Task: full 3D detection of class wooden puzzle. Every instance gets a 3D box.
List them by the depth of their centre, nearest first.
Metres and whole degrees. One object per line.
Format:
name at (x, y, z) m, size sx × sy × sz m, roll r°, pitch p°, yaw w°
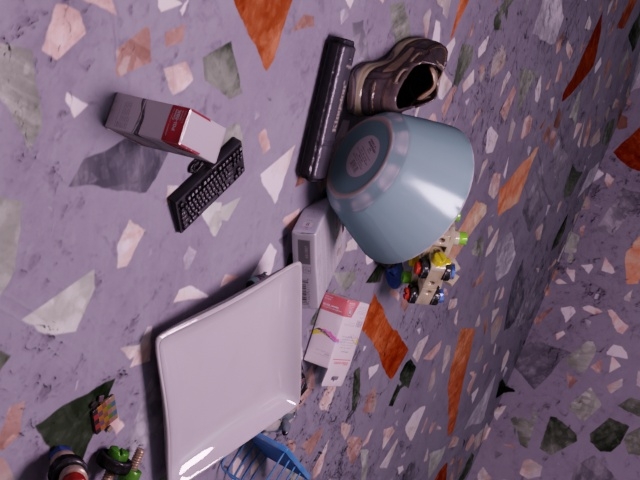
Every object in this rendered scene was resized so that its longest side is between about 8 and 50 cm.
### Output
wooden puzzle at (-0.347, 0.278, 1.531) m, size 0.049 × 0.006 × 0.083 m, roll -39°, pitch 139°, yaw -46°

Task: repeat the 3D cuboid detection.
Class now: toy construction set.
toy construction set at (-0.308, 0.475, 1.438) m, size 0.257 × 0.309 × 0.237 m, roll 28°, pitch 87°, yaw -54°
toy construction set at (0.262, 0.026, 2.242) m, size 0.327 × 0.151 × 0.215 m, roll 83°, pitch 5°, yaw -52°

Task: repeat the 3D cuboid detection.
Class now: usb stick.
usb stick at (0.014, -0.247, 1.820) m, size 0.077 × 0.045 × 0.278 m, roll -7°, pitch 112°, yaw -62°

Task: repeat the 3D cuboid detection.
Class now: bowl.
bowl at (0.129, -0.126, 1.864) m, size 0.163 × 0.311 × 0.311 m, roll 30°, pitch 79°, yaw -34°

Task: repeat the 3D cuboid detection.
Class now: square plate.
square plate at (-0.166, 0.239, 1.746) m, size 0.344 × 0.049 × 0.347 m, roll -29°, pitch 132°, yaw -40°

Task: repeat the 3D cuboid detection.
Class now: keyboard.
keyboard at (-0.184, -0.101, 1.575) m, size 0.180 × 0.023 × 0.108 m, roll -50°, pitch 146°, yaw -36°

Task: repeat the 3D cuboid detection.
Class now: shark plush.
shark plush at (-0.077, 0.355, 2.026) m, size 0.161 × 0.073 × 0.067 m, roll -38°, pitch 108°, yaw -40°

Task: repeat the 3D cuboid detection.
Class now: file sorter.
file sorter at (-0.115, 0.474, 1.961) m, size 0.104 × 0.118 × 0.170 m, roll -56°, pitch 149°, yaw -20°

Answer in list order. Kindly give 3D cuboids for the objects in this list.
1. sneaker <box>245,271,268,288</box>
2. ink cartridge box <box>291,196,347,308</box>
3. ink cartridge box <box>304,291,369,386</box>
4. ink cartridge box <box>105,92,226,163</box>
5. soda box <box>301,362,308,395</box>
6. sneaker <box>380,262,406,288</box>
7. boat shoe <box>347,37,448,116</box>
sneaker at (-0.109, 0.106, 1.822) m, size 0.069 × 0.038 × 0.098 m, roll -33°, pitch 134°, yaw -49°
ink cartridge box at (0.000, 0.000, 1.967) m, size 0.232 × 0.066 × 0.189 m, roll -70°, pitch 162°, yaw -53°
ink cartridge box at (0.030, 0.221, 2.119) m, size 0.115 × 0.067 × 0.198 m, roll 19°, pitch 89°, yaw -62°
ink cartridge box at (-0.219, -0.160, 1.353) m, size 0.099 × 0.135 × 0.056 m, roll 25°, pitch 82°, yaw -63°
soda box at (-0.074, 0.262, 1.960) m, size 0.053 × 0.060 × 0.169 m, roll -48°, pitch 145°, yaw -32°
sneaker at (0.165, 0.058, 2.273) m, size 0.085 × 0.058 × 0.152 m, roll -30°, pitch 136°, yaw -48°
boat shoe at (0.190, -0.329, 1.996) m, size 0.355 × 0.130 × 0.132 m, roll -39°, pitch 139°, yaw -46°
